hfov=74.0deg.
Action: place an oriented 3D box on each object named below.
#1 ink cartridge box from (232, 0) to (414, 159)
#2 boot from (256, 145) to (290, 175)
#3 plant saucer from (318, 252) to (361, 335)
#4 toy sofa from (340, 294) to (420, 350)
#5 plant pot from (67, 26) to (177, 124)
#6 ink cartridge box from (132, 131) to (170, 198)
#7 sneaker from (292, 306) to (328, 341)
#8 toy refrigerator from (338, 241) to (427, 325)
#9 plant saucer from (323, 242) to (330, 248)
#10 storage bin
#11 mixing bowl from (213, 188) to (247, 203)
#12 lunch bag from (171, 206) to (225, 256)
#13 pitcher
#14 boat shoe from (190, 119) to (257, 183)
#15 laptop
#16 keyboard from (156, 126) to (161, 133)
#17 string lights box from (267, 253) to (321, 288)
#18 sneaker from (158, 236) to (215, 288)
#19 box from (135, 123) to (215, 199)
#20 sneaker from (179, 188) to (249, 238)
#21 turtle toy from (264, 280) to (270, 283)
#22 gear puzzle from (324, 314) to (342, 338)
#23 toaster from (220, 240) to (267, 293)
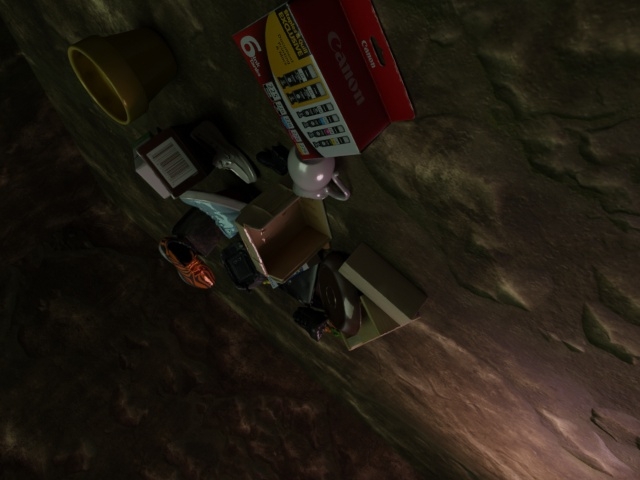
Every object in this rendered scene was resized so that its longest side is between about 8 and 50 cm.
[{"bbox_3d":[0.008,-0.337,0.871,0.271,0.130,0.309,6,136,51],"label":"ink cartridge box"},{"bbox_3d":[-0.144,-0.258,1.312,0.121,0.045,0.099,34,156,4],"label":"boot"},{"bbox_3d":[0.056,0.199,1.536,0.310,0.050,0.311,168,90,-72],"label":"plant saucer"},{"bbox_3d":[0.195,0.278,1.551,0.150,0.177,0.362,64,159,15],"label":"toy sofa"},{"bbox_3d":[-0.593,-0.533,1.326,0.254,0.239,0.254,35,153,20],"label":"plant pot"},{"bbox_3d":[-0.612,-0.283,1.592,0.160,0.092,0.219,55,-177,-44],"label":"ink cartridge box"},{"bbox_3d":[-0.047,0.323,1.692,0.130,0.109,0.286,24,173,-5],"label":"sneaker"},{"bbox_3d":[0.196,0.140,1.355,0.269,0.102,0.094,40,154,6],"label":"toy refrigerator"},{"bbox_3d":[0.000,0.000,1.531,0.083,0.013,0.083,33,152,20],"label":"plant saucer"},{"bbox_3d":[-0.112,-0.038,1.356,0.123,0.260,0.262,31,152,33],"label":"storage bin"},{"bbox_3d":[-0.363,-0.144,1.746,0.181,0.098,0.181,35,154,20],"label":"mixing bowl"},{"bbox_3d":[-0.569,-0.068,2.005,0.287,0.235,0.169,7,142,51],"label":"lunch bag"},{"bbox_3d":[0.001,-0.181,1.155,0.177,0.126,0.207,17,161,7],"label":"pitcher"},{"bbox_3d":[-0.343,-0.292,1.491,0.277,0.096,0.098,45,155,-2],"label":"boat shoe"},{"bbox_3d":[-0.109,0.114,1.864,0.382,0.236,0.408,28,122,29],"label":"laptop"},{"bbox_3d":[-0.679,-0.412,1.896,0.100,0.038,0.192,59,163,25],"label":"keyboard"},{"bbox_3d":[-0.122,0.079,1.640,0.259,0.076,0.133,-34,84,46],"label":"string lights box"},{"bbox_3d":[-0.584,0.113,1.903,0.321,0.125,0.180,46,158,-26],"label":"sneaker"},{"bbox_3d":[-0.480,-0.285,1.467,0.191,0.143,0.381,55,-177,-17],"label":"box"},{"bbox_3d":[-0.356,-0.087,1.583,0.365,0.150,0.135,17,-179,-8],"label":"sneaker"},{"bbox_3d":[-0.279,0.162,2.127,0.130,0.066,0.095,52,154,-16],"label":"turtle toy"},{"bbox_3d":[0.068,0.420,2.027,0.175,0.044,0.339,48,155,-16],"label":"gear puzzle"},{"bbox_3d":[-0.302,0.112,1.743,0.227,0.129,0.146,59,-172,12],"label":"toaster"}]
